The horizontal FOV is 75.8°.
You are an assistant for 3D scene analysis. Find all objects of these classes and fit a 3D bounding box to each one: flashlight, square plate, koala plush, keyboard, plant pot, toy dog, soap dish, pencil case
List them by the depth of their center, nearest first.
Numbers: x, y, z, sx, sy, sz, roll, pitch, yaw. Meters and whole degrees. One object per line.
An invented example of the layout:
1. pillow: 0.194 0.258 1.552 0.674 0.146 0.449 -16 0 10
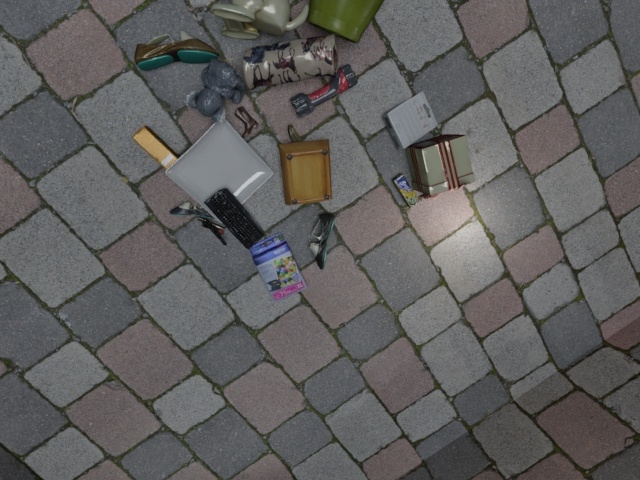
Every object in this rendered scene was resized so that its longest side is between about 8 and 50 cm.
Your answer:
1. toy dog: -0.240 -1.034 1.584 0.395 0.284 0.408 6 97 5
2. plant pot: 0.113 -1.011 1.647 0.366 0.366 0.353 16 113 -13
3. koala plush: -0.436 -0.607 1.693 0.196 0.203 0.221 33 83 -14
4. pencil case: -0.127 -0.735 1.717 0.410 0.183 0.160 -7 64 6
5. flashlight: 0.011 -0.671 1.831 0.304 0.103 0.103 -26 145 2
6. square plate: -0.443 -0.307 1.838 0.347 0.049 0.344 -44 121 -1
7. soap dish: -0.060 -0.303 1.880 0.228 0.118 0.291 -8 117 -7
8. keyboard: -0.419 -0.074 1.902 0.201 0.033 0.317 -39 121 -2

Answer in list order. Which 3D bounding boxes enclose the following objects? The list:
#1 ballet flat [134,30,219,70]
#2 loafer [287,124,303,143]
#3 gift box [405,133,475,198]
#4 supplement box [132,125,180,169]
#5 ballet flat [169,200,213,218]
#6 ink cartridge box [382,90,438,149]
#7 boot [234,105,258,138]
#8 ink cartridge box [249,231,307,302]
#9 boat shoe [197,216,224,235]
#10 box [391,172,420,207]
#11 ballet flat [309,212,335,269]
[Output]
1. ballet flat: -0.600 -0.794 1.701 0.342 0.116 0.124 -10 87 -3
2. loafer: -0.108 -0.465 1.888 0.050 0.056 0.148 -24 117 -3
3. gift box: 0.553 -0.336 1.921 0.255 0.276 0.258 -17 108 1
4. supplement box: -0.699 -0.390 1.796 0.080 0.078 0.233 -45 108 4
5. ballet flat: -0.585 -0.145 1.886 0.203 0.074 0.074 4 104 -17
6. ink cartridge box: 0.428 -0.570 1.959 0.232 0.066 0.189 -37 108 -20
7. boot: -0.351 -0.528 1.837 0.114 0.037 0.106 45 81 -20
8. ink cartridge box: -0.208 0.136 2.029 0.185 0.065 0.311 -25 106 -3
9. boat shoe: -0.516 -0.067 1.930 0.137 0.049 0.043 28 101 -20
10. box: 0.420 -0.247 2.031 0.059 0.054 0.169 -35 108 2
11. ballet flat: 0.000 0.000 2.016 0.096 0.095 0.281 12 93 -2
